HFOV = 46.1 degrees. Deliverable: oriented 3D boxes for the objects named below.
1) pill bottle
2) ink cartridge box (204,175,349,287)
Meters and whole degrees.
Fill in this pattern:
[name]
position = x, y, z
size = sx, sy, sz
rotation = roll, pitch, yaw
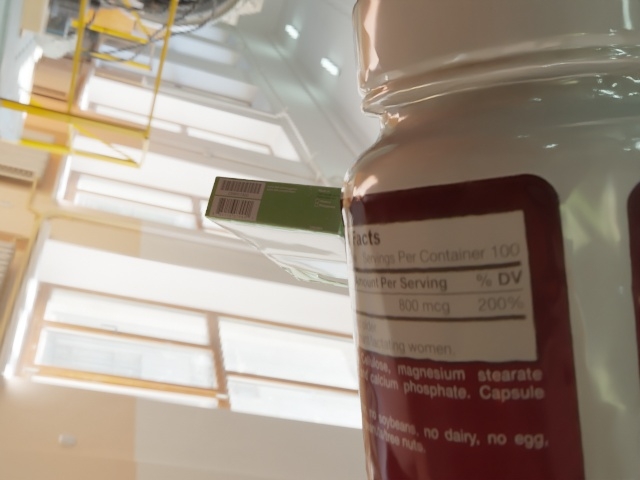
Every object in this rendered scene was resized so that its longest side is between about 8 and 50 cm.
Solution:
[pill bottle]
position = 0.129, 0.044, 0.459
size = 0.224, 0.224, 0.391
rotation = -178, -97, -72
[ink cartridge box]
position = 0.000, 0.000, 0.872
size = 0.171, 0.235, 0.056
rotation = 7, -105, 28
